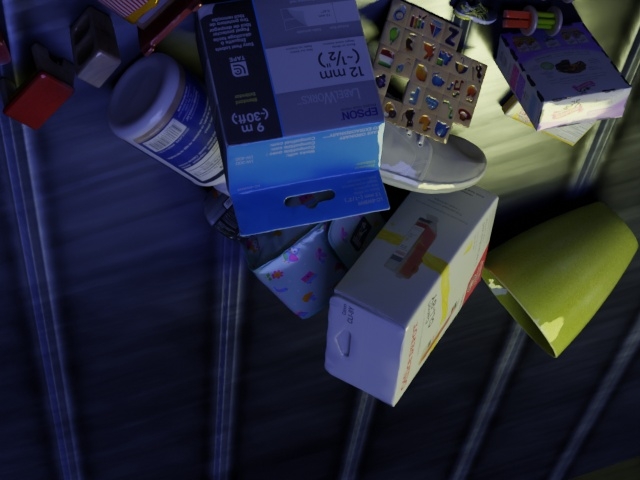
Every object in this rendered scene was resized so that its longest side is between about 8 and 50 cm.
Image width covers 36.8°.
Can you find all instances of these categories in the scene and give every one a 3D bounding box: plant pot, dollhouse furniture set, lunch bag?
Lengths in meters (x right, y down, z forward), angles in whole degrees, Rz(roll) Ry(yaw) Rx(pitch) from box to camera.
[{"bbox_3d":[0.539,0.060,2.110,0.293,0.275,0.275,-38,139,0],"label":"plant pot"},{"bbox_3d":[-0.372,-0.311,1.379,0.374,0.152,0.201,-39,136,22],"label":"dollhouse furniture set"},{"bbox_3d":[0.000,0.000,1.880,0.262,0.160,0.223,-33,140,5],"label":"lunch bag"}]

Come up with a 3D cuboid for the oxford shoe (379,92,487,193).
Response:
[{"bbox_3d":[0.122,-0.192,1.710,0.450,0.169,0.130,13,129,-26],"label":"oxford shoe"}]

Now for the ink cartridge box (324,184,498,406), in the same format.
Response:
[{"bbox_3d":[0.180,0.090,1.886,0.384,0.160,0.279,-49,156,-34],"label":"ink cartridge box"}]

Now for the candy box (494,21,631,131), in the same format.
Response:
[{"bbox_3d":[0.420,-0.290,1.686,0.165,0.196,0.070,-10,139,-10],"label":"candy box"}]

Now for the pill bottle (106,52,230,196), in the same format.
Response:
[{"bbox_3d":[-0.208,-0.181,1.592,0.153,0.153,0.265,-36,138,19],"label":"pill bottle"}]

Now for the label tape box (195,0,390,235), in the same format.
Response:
[{"bbox_3d":[-0.038,-0.203,1.481,0.249,0.347,0.115,-11,166,-11],"label":"label tape box"}]

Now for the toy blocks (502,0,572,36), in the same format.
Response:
[{"bbox_3d":[0.350,-0.406,1.636,0.148,0.054,0.123,-1,136,-21],"label":"toy blocks"}]

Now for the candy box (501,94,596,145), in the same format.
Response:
[{"bbox_3d":[0.458,-0.256,1.871,0.206,0.027,0.105,17,131,-35],"label":"candy box"}]

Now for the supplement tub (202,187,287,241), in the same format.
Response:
[{"bbox_3d":[-0.118,-0.097,1.752,0.117,0.117,0.190,21,125,-38],"label":"supplement tub"}]

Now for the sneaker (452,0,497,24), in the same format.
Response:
[{"bbox_3d":[0.268,-0.392,1.637,0.083,0.031,0.035,1,136,-23],"label":"sneaker"}]

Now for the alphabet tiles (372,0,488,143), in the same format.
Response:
[{"bbox_3d":[0.187,-0.283,1.658,0.237,0.009,0.198,15,93,-34],"label":"alphabet tiles"}]
